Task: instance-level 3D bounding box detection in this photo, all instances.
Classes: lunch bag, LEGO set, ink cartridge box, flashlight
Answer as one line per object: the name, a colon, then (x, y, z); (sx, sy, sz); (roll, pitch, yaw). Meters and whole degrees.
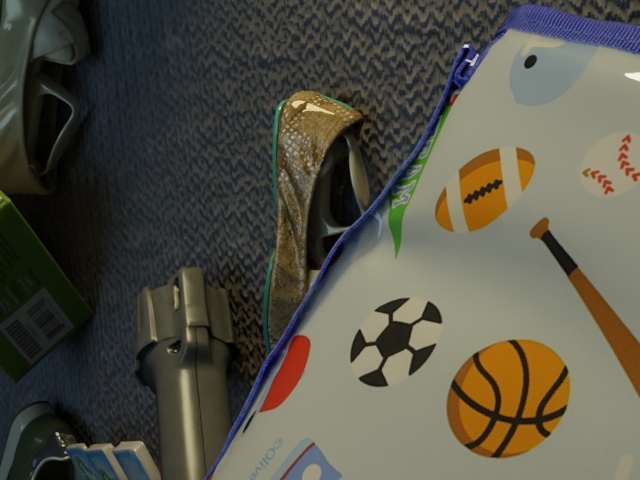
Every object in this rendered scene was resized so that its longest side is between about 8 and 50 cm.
lunch bag: (0.158, 0.106, 0.447); (0.386, 0.239, 0.327); (31, 88, 25)
LEGO set: (-0.141, 0.284, 0.862); (0.182, 0.060, 0.244); (-18, 101, 57)
ink cartridge box: (-0.344, -0.015, 0.936); (0.255, 0.097, 0.188); (35, 159, 31)
flashlight: (-0.091, 0.174, 0.745); (0.103, 0.103, 0.304); (-26, 48, 16)

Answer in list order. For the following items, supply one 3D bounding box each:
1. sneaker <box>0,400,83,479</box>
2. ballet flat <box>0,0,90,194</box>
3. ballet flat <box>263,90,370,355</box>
sneaker: (-0.271, 0.257, 0.999); (0.086, 0.064, 0.192); (29, 112, 38)
ballet flat: (-0.242, -0.149, 0.909); (0.086, 0.086, 0.248); (33, 118, 32)
ballet flat: (0.000, 0.000, 0.730); (0.067, 0.073, 0.206); (8, 107, 24)
